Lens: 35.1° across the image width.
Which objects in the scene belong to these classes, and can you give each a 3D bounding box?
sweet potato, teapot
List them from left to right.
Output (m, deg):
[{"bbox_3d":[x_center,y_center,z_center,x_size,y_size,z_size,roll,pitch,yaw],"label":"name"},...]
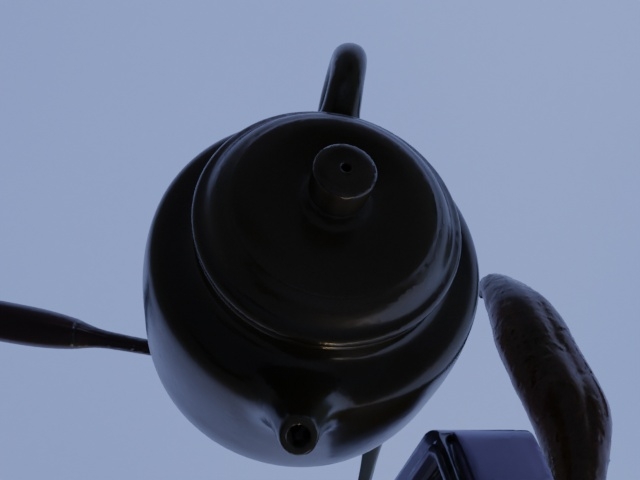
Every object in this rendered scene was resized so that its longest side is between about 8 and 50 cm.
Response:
[{"bbox_3d":[0.000,0.000,0.555,0.185,0.175,0.268,11,-123,-7],"label":"teapot"},{"bbox_3d":[0.164,0.117,0.722,0.078,0.058,0.255,-20,-129,18],"label":"sweet potato"}]

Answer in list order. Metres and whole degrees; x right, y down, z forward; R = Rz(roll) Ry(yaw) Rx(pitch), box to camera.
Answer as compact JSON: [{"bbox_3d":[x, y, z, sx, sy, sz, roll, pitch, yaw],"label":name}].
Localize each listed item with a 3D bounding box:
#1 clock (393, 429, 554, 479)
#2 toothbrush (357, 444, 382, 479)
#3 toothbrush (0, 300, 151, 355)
[{"bbox_3d":[0.091,0.218,0.557,0.193,0.073,0.145,-108,-146,-44],"label":"clock"},{"bbox_3d":[0.069,0.157,1.101,0.042,0.040,0.418,12,-97,29],"label":"toothbrush"},{"bbox_3d":[-0.295,0.080,0.980,0.364,0.041,0.041,9,-94,1],"label":"toothbrush"}]
